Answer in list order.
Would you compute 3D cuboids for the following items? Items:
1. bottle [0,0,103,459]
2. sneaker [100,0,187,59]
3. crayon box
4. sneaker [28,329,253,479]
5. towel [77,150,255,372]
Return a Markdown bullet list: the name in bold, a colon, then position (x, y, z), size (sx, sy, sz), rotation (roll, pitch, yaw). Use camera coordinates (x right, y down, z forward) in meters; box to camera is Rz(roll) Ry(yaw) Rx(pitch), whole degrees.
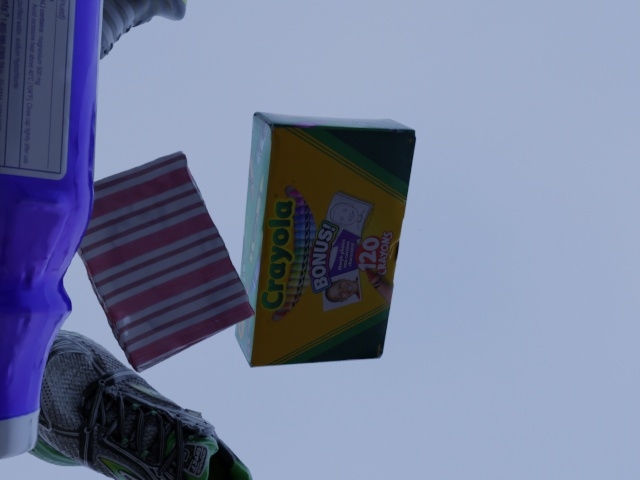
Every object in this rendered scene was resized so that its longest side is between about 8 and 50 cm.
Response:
- **bottle**: position (-0.169, -0.038, 0.372), size (0.118, 0.092, 0.283), rotation (2, -91, 39)
- **sneaker**: position (-0.287, -0.293, 0.957), size (0.111, 0.300, 0.121), rotation (18, -69, 29)
- **crayon box**: position (0.000, 0.000, 0.847), size (0.165, 0.081, 0.279), rotation (-1, -70, -20)
- **sneaker**: position (-0.192, 0.205, 0.814), size (0.146, 0.343, 0.134), rotation (-4, -127, 37)
- **towel**: position (-0.167, 0.019, 0.769), size (0.144, 0.029, 0.197), rotation (-25, -83, -20)
